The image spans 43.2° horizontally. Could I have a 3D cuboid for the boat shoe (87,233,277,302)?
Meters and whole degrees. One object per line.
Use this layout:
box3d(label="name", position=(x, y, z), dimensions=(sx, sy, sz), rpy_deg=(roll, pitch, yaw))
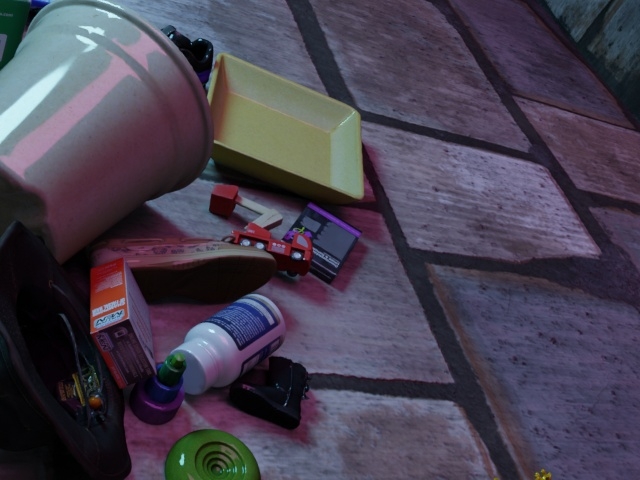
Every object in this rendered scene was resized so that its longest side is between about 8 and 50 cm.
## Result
box3d(label="boat shoe", position=(-0.201, 0.031, 1.214), dimensions=(0.285, 0.105, 0.089), rpy_deg=(1, 43, -33))

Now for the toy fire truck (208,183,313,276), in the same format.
box3d(label="toy fire truck", position=(-0.102, -0.018, 1.370), dimensions=(0.191, 0.047, 0.135), rpy_deg=(13, 46, -4))

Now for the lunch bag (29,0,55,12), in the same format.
box3d(label="lunch bag", position=(-0.555, -0.494, 1.585), dimensions=(0.128, 0.096, 0.151), rpy_deg=(-5, 40, -41))

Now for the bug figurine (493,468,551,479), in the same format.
box3d(label="bug figurine", position=(0.344, 0.452, 1.143), dimensions=(0.279, 0.072, 0.216), rpy_deg=(44, 31, 24))

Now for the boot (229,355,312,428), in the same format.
box3d(label="boot", position=(-0.069, 0.206, 1.153), dimensions=(0.121, 0.045, 0.099), rpy_deg=(29, 37, -16))

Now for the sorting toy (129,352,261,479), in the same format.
box3d(label="sorting toy", position=(-0.096, 0.276, 0.981), dimensions=(0.365, 0.126, 0.127), rpy_deg=(47, 38, 19))

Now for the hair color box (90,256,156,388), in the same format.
box3d(label="hair color box", position=(-0.258, 0.103, 1.049), dimensions=(0.053, 0.093, 0.167), rpy_deg=(-22, 29, -6))

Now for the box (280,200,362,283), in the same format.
box3d(label="box", position=(0.000, 0.000, 1.465), dimensions=(0.116, 0.029, 0.162), rpy_deg=(32, 34, 2))

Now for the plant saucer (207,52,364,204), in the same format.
box3d(label="plant saucer", position=(-0.080, -0.208, 1.610), dimensions=(0.332, 0.081, 0.333), rpy_deg=(20, 37, -15))

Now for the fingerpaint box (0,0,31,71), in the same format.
box3d(label="fingerpaint box", position=(-0.763, -0.473, 1.346), dimensions=(0.444, 0.163, 0.371), rpy_deg=(-2, 48, -39))

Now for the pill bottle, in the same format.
box3d(label="pill bottle", position=(-0.132, 0.147, 1.133), dimensions=(0.094, 0.094, 0.169), rpy_deg=(42, 36, 14))

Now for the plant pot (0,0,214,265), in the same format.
box3d(label="plant pot", position=(-0.366, -0.122, 1.126), dimensions=(0.333, 0.334, 0.305), rpy_deg=(32, 46, 1))

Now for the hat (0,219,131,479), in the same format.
box3d(label="hat", position=(-0.332, 0.143, 0.904), dimensions=(0.133, 0.331, 0.331), rpy_deg=(-20, 50, -2))

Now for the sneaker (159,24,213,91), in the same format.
box3d(label="sneaker", position=(-0.321, -0.344, 1.535), dimensions=(0.293, 0.146, 0.102), rpy_deg=(-17, 58, -47))
